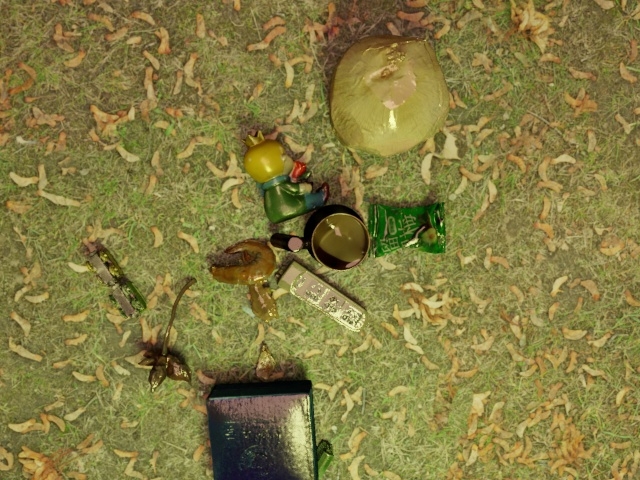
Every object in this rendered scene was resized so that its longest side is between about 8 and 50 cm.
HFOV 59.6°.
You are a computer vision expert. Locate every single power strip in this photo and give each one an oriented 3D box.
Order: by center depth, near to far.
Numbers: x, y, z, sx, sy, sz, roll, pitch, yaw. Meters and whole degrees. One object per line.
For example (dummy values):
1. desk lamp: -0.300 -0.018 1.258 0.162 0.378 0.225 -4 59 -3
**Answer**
1. power strip: 0.011 0.153 1.479 0.286 0.048 0.080 34 94 -8

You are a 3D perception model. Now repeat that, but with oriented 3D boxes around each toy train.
1. toy train: -0.520 0.112 1.427 0.060 0.081 0.202 -35 90 0
2. toy train: 0.002 0.597 1.517 0.038 0.056 0.093 29 96 -10

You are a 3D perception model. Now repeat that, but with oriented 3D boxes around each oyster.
1. oyster: -0.143 0.326 1.494 0.051 0.034 0.093 22 106 10

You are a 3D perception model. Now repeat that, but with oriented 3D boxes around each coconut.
1. coconut: 0.158 -0.342 1.331 0.297 0.254 0.297 0 95 -5

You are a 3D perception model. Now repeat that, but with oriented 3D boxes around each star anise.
1. star anise: -0.360 0.246 1.424 0.148 0.218 0.227 20 115 -13

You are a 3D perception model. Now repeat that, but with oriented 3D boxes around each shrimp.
1. shrimp: -0.202 0.060 1.439 0.187 0.132 0.051 -3 137 11

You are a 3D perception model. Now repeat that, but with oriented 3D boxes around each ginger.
1. ginger: -0.153 0.131 1.463 0.069 0.051 0.173 -9 96 5

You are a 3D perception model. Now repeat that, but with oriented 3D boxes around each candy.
1. candy: 0.225 -0.026 1.459 0.203 0.078 0.141 -1 85 8

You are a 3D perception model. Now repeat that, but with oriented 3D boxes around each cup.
1. cup: 0.011 0.014 1.397 0.239 0.177 0.166 -27 98 0

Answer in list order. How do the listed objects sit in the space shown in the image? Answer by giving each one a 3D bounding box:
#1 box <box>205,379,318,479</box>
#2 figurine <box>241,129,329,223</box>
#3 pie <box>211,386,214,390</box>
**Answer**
1. box: -0.143 0.513 1.432 0.261 0.116 0.279 -4 94 4
2. figurine: -0.090 -0.173 1.407 0.185 0.127 0.234 -20 84 -12
3. pie: -0.208 0.449 1.502 0.191 0.033 0.088 16 102 0
